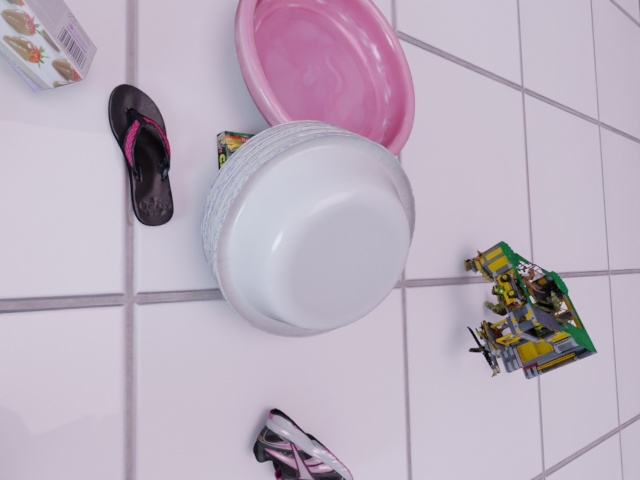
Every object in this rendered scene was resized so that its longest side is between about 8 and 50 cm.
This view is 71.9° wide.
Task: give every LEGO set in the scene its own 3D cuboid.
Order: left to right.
[{"bbox_3d":[0.415,0.168,0.965,0.331,0.192,0.255,16,47,-38],"label":"LEGO set"}]

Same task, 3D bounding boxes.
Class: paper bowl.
[{"bbox_3d":[0.000,0.000,0.573,0.284,0.148,0.285,-12,119,-23],"label":"paper bowl"}]

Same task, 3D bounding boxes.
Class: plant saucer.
[{"bbox_3d":[0.009,-0.261,0.694,0.331,0.084,0.333,11,72,-35],"label":"plant saucer"}]

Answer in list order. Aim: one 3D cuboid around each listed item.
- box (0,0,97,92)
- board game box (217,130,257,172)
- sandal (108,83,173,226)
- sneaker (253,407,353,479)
[{"bbox_3d":[-0.317,-0.278,0.366,0.324,0.062,0.067,68,13,-54],"label":"box"},{"bbox_3d":[-0.035,-0.090,0.699,0.259,0.030,0.136,-3,86,-38],"label":"board game box"},{"bbox_3d":[-0.216,-0.108,0.553,0.067,0.040,0.180,-14,95,-37],"label":"sandal"},{"bbox_3d":[-0.031,0.326,0.652,0.178,0.072,0.077,45,73,-17],"label":"sneaker"}]
